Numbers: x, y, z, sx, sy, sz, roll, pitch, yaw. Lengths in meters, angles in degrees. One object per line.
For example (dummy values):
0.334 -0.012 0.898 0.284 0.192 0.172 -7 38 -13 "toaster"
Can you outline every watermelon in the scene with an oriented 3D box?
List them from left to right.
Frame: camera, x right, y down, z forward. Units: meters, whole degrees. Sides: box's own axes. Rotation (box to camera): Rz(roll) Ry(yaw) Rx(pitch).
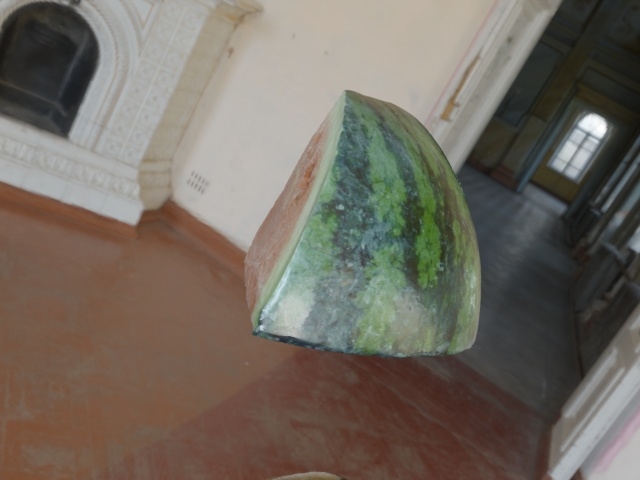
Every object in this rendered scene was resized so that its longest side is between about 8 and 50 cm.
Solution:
0.003 -0.011 0.730 0.292 0.283 0.250 -8 -16 20 "watermelon"

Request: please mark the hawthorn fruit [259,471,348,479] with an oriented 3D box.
-0.045 0.426 0.837 0.267 0.301 0.268 10 66 -23 "hawthorn fruit"
